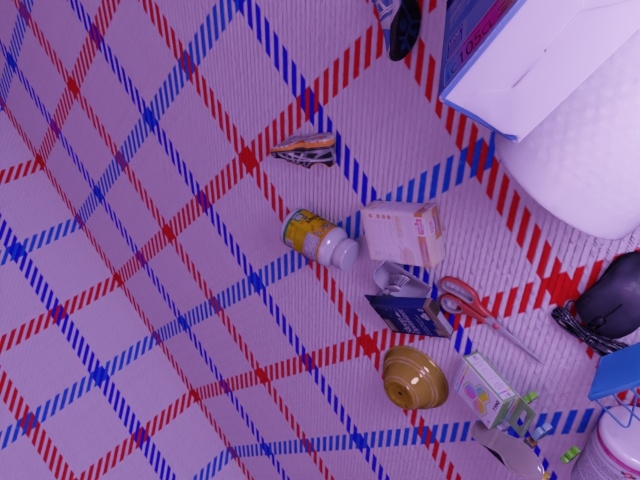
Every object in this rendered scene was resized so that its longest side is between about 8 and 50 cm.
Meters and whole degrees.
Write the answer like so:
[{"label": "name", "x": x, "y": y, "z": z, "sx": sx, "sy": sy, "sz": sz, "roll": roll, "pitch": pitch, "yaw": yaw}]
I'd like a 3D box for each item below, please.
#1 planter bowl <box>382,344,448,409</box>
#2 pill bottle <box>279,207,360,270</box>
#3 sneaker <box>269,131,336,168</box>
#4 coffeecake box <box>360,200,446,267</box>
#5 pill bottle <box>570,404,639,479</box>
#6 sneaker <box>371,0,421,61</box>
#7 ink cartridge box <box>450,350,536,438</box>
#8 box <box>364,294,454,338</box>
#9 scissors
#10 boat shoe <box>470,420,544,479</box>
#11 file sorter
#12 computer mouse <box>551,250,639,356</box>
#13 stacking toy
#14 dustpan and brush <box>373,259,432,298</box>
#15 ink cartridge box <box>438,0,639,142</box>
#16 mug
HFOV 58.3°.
[{"label": "planter bowl", "x": 0.247, "y": 0.415, "z": 1.639, "sx": 0.217, "sy": 0.090, "sz": 0.217, "roll": 25, "pitch": 131, "yaw": 32}, {"label": "pill bottle", "x": 0.000, "y": 0.000, "z": 1.579, "sx": 0.209, "sy": 0.118, "sz": 0.117, "roll": 29, "pitch": 133, "yaw": 29}, {"label": "sneaker", "x": -0.048, "y": -0.227, "z": 1.503, "sx": 0.215, "sy": 0.084, "sz": 0.083, "roll": 4, "pitch": 123, "yaw": 42}, {"label": "coffeecake box", "x": 0.202, "y": -0.018, "z": 1.408, "sx": 0.186, "sy": 0.068, "sz": 0.142, "roll": 8, "pitch": 121, "yaw": 41}, {"label": "pill bottle", "x": 0.650, "y": 0.509, "z": 1.255, "sx": 0.160, "sy": 0.160, "sz": 0.282, "roll": 28, "pitch": 132, "yaw": 28}, {"label": "sneaker", "x": 0.149, "y": -0.472, "z": 1.157, "sx": 0.081, "sy": 0.080, "sz": 0.211, "roll": 19, "pitch": 119, "yaw": 43}, {"label": "ink cartridge box", "x": 0.421, "y": 0.389, "z": 1.419, "sx": 0.209, "sy": 0.062, "sz": 0.108, "roll": 50, "pitch": 144, "yaw": 40}, {"label": "box", "x": 0.225, "y": 0.200, "z": 1.522, "sx": 0.225, "sy": 0.036, "sz": 0.136, "roll": -1, "pitch": 138, "yaw": 46}, {"label": "scissors", "x": 0.411, "y": 0.187, "z": 1.378, "sx": 0.297, "sy": 0.021, "sz": 0.108, "roll": 31, "pitch": 132, "yaw": 28}, {"label": "boat shoe", "x": 0.469, "y": 0.522, "z": 1.420, "sx": 0.206, "sy": 0.075, "sz": 0.065, "roll": 29, "pitch": 171, "yaw": 48}, {"label": "file sorter", "x": 0.621, "y": 0.267, "z": 1.082, "sx": 0.104, "sy": 0.118, "sz": 0.170, "roll": 43, "pitch": 139, "yaw": 1}, {"label": "computer mouse", "x": 0.588, "y": 0.138, "z": 1.134, "sx": 0.189, "sy": 0.072, "sz": 0.272, "roll": 38, "pitch": 137, "yaw": 21}, {"label": "stacking toy", "x": 0.524, "y": 0.484, "z": 1.396, "sx": 0.167, "sy": 0.052, "sz": 0.221, "roll": 56, "pitch": 147, "yaw": 33}, {"label": "dustpan and brush", "x": 0.188, "y": 0.123, "z": 1.513, "sx": 0.147, "sy": 0.060, "sz": 0.211, "roll": 31, "pitch": 167, "yaw": -4}, {"label": "ink cartridge box", "x": 0.319, "y": -0.374, "z": 0.862, "sx": 0.151, "sy": 0.395, "sz": 0.270, "roll": 29, "pitch": 134, "yaw": -12}, {"label": "mug", "x": 0.507, "y": -0.174, "z": 0.848, "sx": 0.374, "sy": 0.276, "sz": 0.328, "roll": 46, "pitch": 132, "yaw": 14}]
